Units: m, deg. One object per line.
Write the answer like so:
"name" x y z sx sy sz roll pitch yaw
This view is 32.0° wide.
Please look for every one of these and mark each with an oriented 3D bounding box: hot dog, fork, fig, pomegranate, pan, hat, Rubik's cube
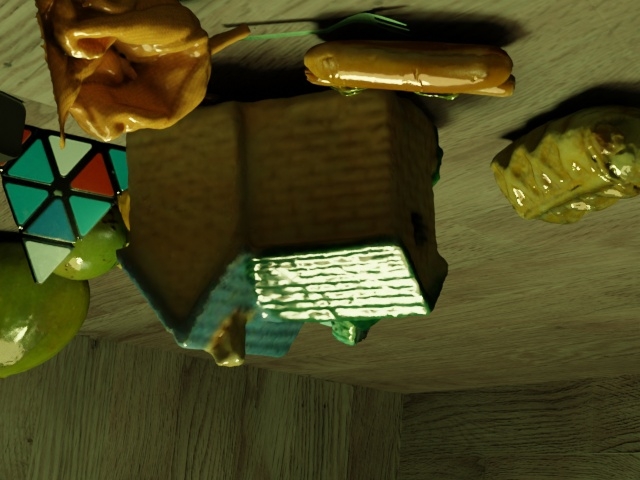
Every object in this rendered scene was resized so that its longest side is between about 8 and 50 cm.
"hot dog" 0.105 -0.202 1.317 0.250 0.068 0.100 3 -170 8
"fork" -0.009 -0.250 1.310 0.235 0.021 0.039 1 161 19
"fig" -0.676 0.156 2.484 0.316 0.316 0.316 5 165 1
"pomegranate" -0.447 -0.030 2.026 0.179 0.179 0.210 2 135 13
"pan" -0.151 -0.187 1.545 0.115 0.040 0.212 7 172 -5
"hat" -0.191 -0.226 1.231 0.233 0.233 0.244 -10 138 -12
"Rubik's cube" -0.458 -0.051 1.793 0.284 0.234 0.250 -3 163 30

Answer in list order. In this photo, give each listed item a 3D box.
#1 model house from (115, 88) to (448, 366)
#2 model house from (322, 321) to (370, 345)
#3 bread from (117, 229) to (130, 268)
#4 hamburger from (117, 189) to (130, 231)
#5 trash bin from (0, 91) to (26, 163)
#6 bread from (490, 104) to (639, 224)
"model house" -0.028 -0.002 1.525 0.382 0.342 0.334 -8 168 23
"model house" 0.000 0.000 1.797 0.241 0.261 0.226 18 -167 13
"bread" -0.270 0.012 2.096 0.361 0.077 0.138 -3 149 44
"hamburger" -0.237 -0.055 1.905 0.262 0.131 0.124 -11 161 37
"trash bin" -0.571 -0.166 1.652 0.225 0.115 0.165 -10 158 34
"bread" 0.356 -0.106 1.522 0.152 0.130 0.268 19 162 -16
